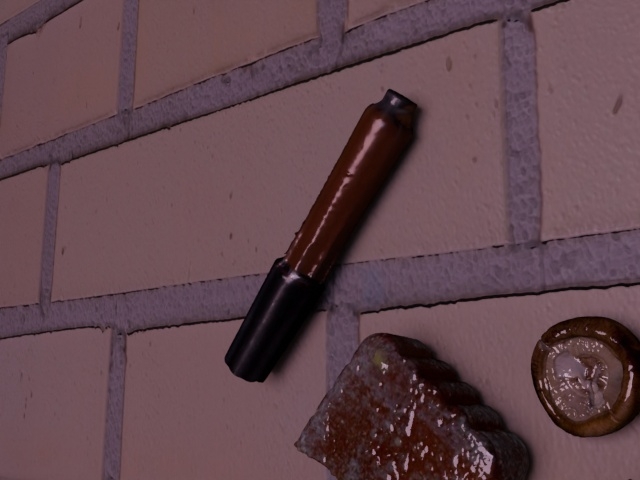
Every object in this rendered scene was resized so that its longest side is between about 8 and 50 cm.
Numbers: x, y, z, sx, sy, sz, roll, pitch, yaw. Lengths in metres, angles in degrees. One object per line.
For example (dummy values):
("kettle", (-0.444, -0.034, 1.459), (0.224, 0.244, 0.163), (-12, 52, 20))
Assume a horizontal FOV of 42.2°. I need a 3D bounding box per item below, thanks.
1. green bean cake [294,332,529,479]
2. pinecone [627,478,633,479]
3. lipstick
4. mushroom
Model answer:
("green bean cake", (0.098, 0.231, 0.907), (0.232, 0.097, 0.199), (40, 107, 40))
("pinecone", (0.294, 0.288, 0.623), (0.292, 0.246, 0.246), (-42, 56, 19))
("lipstick", (0.000, 0.000, 1.062), (0.077, 0.077, 0.418), (42, 108, 40))
("mushroom", (0.263, 0.132, 0.807), (0.123, 0.052, 0.123), (-9, 78, 48))
